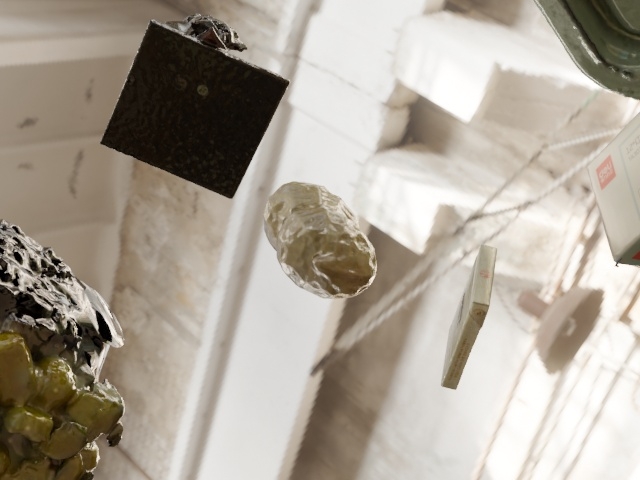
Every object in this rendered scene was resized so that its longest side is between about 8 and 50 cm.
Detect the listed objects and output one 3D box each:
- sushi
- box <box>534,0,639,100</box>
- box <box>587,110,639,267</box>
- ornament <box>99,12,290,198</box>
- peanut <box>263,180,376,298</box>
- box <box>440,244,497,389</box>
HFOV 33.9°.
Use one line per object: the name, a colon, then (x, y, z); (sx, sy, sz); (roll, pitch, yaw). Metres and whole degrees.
sushi: (-0.391, 0.155, 1.046); (0.327, 0.285, 0.329); (-27, -53, 6)
box: (0.262, -0.223, 0.544); (0.175, 0.311, 0.182); (49, -128, -22)
box: (0.380, -0.088, 1.053); (0.079, 0.135, 0.269); (7, -34, -20)
ornament: (-0.127, -0.186, 1.142); (0.153, 0.196, 0.166); (22, -59, -15)
peanut: (0.000, 0.000, 1.435); (0.136, 0.298, 0.120); (4, -73, -12)
box: (0.172, 0.091, 1.227); (0.167, 0.024, 0.090); (101, -177, -48)
